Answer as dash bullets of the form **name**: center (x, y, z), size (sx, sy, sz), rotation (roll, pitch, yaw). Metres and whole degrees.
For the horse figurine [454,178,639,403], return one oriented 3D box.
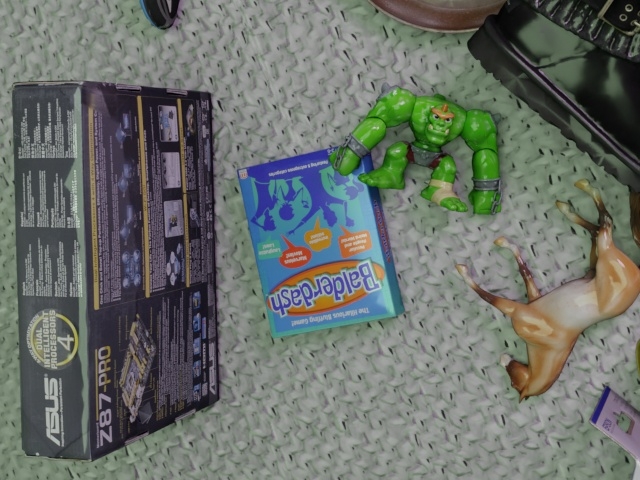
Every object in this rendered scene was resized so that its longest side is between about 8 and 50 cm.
- **horse figurine**: center (0.278, 0.046, 1.312), size (0.263, 0.066, 0.174), rotation (-36, 77, 20)

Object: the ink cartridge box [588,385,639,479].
- **ink cartridge box**: center (0.421, 0.305, 1.227), size (0.371, 0.176, 0.069), rotation (41, 106, 11)

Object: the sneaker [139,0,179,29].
- **sneaker**: center (-0.163, -0.343, 1.422), size (0.078, 0.067, 0.188), rotation (27, 100, 21)

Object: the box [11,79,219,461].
- **box**: center (-0.219, 0.022, 1.342), size (0.097, 0.318, 0.394), rotation (1, 96, 18)

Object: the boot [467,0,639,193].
- **boot**: center (0.348, -0.197, 1.180), size (0.348, 0.131, 0.260), rotation (37, 116, -6)

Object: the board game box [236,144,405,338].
- **board game box**: center (0.000, 0.000, 1.408), size (0.160, 0.047, 0.210), rotation (-12, 91, 19)

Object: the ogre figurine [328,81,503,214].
- **ogre figurine**: center (0.119, -0.106, 1.334), size (0.197, 0.097, 0.118), rotation (19, 101, 15)

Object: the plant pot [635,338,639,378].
- **plant pot**: center (0.410, 0.149, 1.254), size (0.095, 0.134, 0.134), rotation (-20, 88, -6)

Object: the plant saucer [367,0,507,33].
- **plant saucer**: center (0.157, -0.387, 1.323), size (0.311, 0.050, 0.310), rotation (2, 96, 18)
